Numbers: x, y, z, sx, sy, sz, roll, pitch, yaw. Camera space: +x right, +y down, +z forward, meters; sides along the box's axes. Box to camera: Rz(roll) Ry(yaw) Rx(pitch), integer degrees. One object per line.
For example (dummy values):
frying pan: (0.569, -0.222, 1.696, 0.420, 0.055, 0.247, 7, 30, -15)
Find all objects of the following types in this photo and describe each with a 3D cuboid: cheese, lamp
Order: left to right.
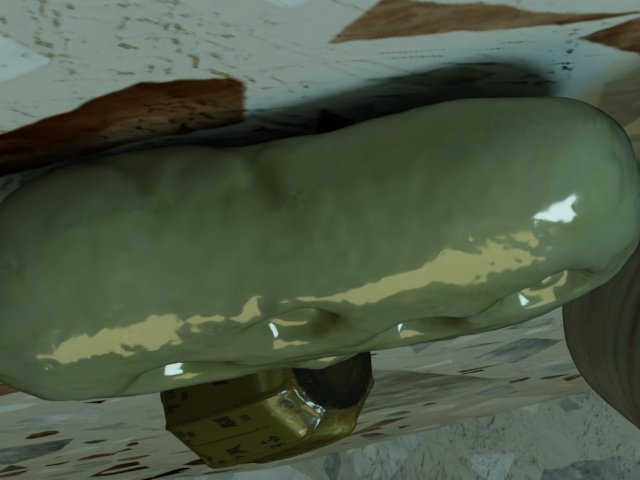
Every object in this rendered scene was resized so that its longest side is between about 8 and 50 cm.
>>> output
lamp: (-0.053, 0.127, 1.117, 0.161, 0.161, 0.185, 3, 160, -42)
cheese: (0.000, 0.000, 0.704, 0.351, 0.130, 0.328, 1, 164, -45)

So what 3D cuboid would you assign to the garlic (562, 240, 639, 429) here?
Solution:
garlic: (0.366, 0.067, 0.949, 0.317, 0.259, 0.317, 9, -164, -3)
